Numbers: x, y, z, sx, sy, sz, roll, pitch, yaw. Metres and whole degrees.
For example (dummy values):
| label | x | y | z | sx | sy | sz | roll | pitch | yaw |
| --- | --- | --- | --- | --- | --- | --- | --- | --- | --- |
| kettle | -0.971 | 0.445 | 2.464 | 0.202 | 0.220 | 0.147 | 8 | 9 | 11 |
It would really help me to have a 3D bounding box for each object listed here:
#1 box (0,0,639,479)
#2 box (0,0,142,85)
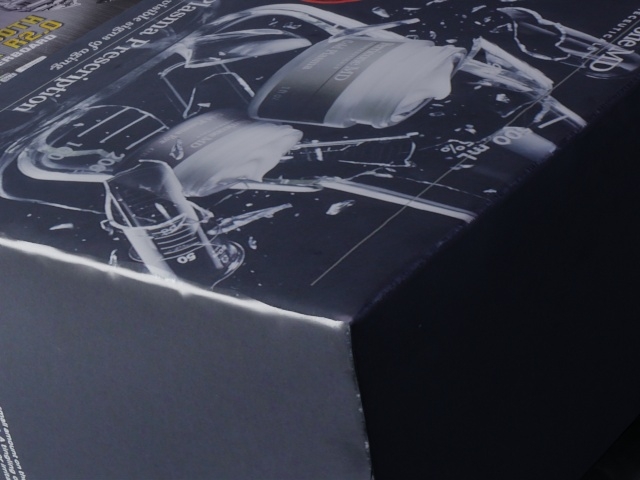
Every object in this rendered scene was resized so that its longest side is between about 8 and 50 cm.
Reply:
| label | x | y | z | sx | sy | sz | roll | pitch | yaw |
| --- | --- | --- | --- | --- | --- | --- | --- | --- | --- |
| box | 0.000 | 0.000 | 0.985 | 0.312 | 0.179 | 0.343 | 13 | 36 | 34 |
| box | -0.236 | -0.142 | 1.559 | 0.231 | 0.056 | 0.183 | -32 | 34 | -32 |
